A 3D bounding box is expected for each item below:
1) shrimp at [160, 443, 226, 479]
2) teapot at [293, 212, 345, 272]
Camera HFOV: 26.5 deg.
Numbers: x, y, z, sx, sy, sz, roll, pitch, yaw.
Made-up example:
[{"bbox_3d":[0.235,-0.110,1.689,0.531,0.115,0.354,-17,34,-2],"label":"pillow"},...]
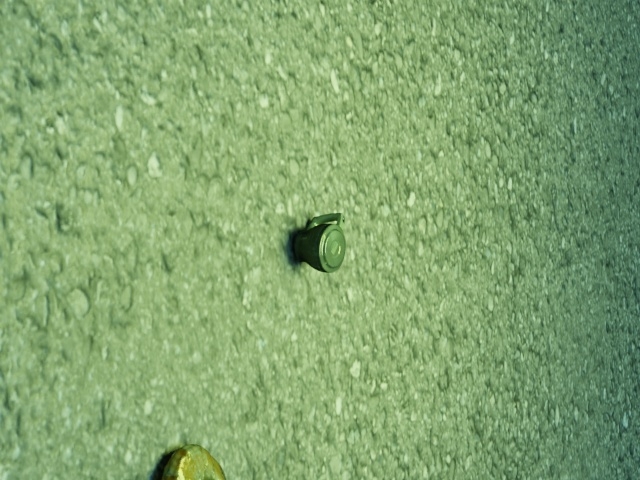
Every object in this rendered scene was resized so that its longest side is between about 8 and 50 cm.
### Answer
[{"bbox_3d":[-0.141,0.349,1.618,0.150,0.051,0.217,-6,92,-65],"label":"shrimp"},{"bbox_3d":[0.000,0.000,1.825,0.066,0.057,0.088,55,50,-46],"label":"teapot"}]
